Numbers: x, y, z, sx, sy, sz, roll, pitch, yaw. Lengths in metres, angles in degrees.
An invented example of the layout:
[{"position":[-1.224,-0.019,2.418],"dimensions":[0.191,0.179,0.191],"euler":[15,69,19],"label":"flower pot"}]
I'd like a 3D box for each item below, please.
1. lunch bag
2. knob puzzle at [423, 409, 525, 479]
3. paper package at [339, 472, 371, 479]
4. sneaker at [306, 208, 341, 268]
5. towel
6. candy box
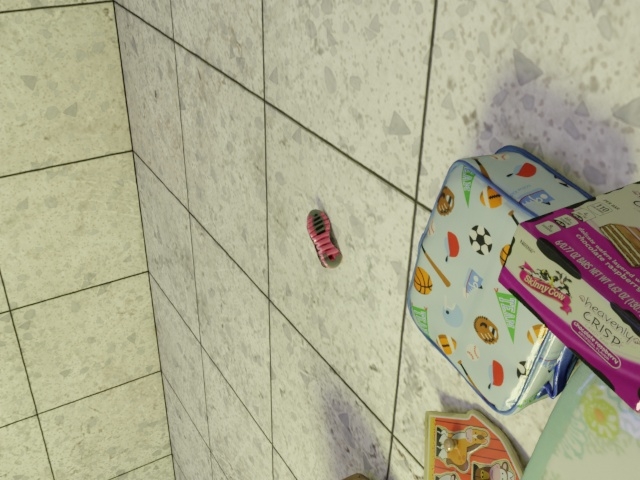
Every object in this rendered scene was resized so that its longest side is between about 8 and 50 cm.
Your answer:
[{"position":[0.231,0.057,0.861],"dimensions":[0.243,0.115,0.303],"euler":[45,141,39],"label":"lunch bag"},{"position":[0.223,0.351,1.053],"dimensions":[0.213,0.030,0.213],"euler":[-16,69,49],"label":"knob puzzle"},{"position":[0.017,0.674,1.390],"dimensions":[0.168,0.310,0.324],"euler":[25,125,59],"label":"paper package"},{"position":[0.000,0.000,1.342],"dimensions":[0.057,0.047,0.119],"euler":[144,108,-74],"label":"sneaker"},{"position":[0.373,0.340,0.785],"dimensions":[0.320,0.090,0.374],"euler":[45,142,38],"label":"towel"},{"position":[0.293,0.025,0.590],"dimensions":[0.159,0.233,0.071],"euler":[49,144,37],"label":"candy box"}]
